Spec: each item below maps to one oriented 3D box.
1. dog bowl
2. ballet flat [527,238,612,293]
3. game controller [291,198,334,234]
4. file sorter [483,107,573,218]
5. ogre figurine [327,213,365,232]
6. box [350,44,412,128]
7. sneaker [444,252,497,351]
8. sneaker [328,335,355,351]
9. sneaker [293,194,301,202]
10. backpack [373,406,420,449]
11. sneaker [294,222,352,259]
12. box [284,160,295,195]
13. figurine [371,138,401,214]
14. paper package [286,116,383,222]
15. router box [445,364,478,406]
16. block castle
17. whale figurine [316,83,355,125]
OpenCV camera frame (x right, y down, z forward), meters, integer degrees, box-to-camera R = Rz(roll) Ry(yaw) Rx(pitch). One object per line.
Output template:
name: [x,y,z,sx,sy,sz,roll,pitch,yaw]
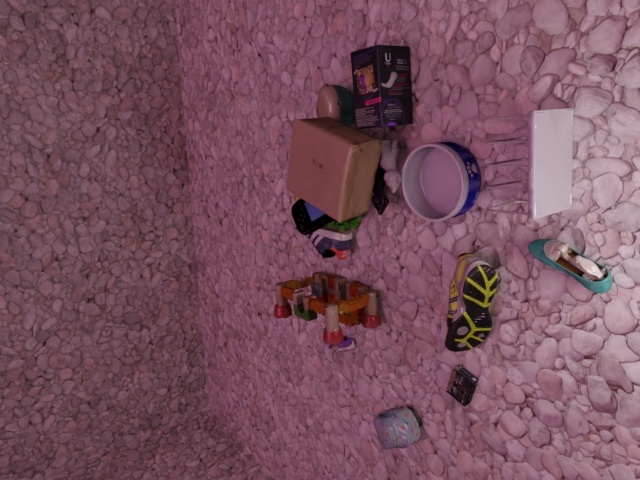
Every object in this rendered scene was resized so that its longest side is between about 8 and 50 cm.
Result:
dog bowl: [0.406,-0.201,1.699,0.265,0.104,0.265,22,119,48]
ballet flat: [0.702,0.052,1.401,0.247,0.083,0.087,39,164,34]
game controller: [0.027,-0.154,2.038,0.319,0.067,0.166,-31,68,15]
file sorter: [0.576,-0.217,1.399,0.173,0.193,0.278,11,110,54]
ogre figurine: [0.095,-0.101,2.122,0.097,0.197,0.118,-107,10,-46]
box: [0.219,-0.542,1.780,0.143,0.165,0.270,11,109,51]
sneaker: [0.506,0.217,1.713,0.147,0.145,0.385,-103,18,-59]
sneaker: [0.104,0.493,2.378,0.170,0.068,0.071,-22,68,45]
sneaker: [-0.074,-0.227,2.138,0.094,0.081,0.208,49,136,32]
backpack: [0.324,0.795,2.108,0.188,0.144,0.166,-33,69,49]
sneaker: [0.000,0.000,2.279,0.350,0.131,0.148,20,114,49]
box: [-0.019,-0.272,2.222,0.231,0.127,0.262,-25,82,51]
figurine: [0.238,-0.233,1.839,0.215,0.092,0.209,114,155,-54]
paper package: [0.042,-0.274,1.869,0.325,0.168,0.309,34,127,37]
router box: [0.522,0.536,1.844,0.092,0.038,0.122,35,127,41]
block castle: [0.024,0.304,2.205,0.453,0.303,0.213,14,113,51]
whale figurine: [0.058,-0.537,2.054,0.272,0.141,0.216,-174,73,-77]
